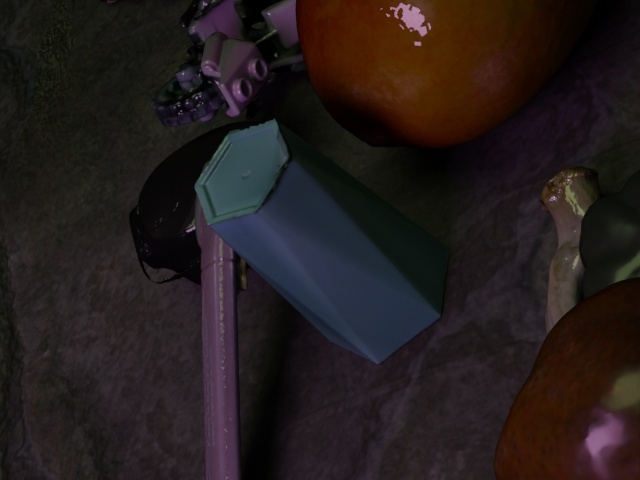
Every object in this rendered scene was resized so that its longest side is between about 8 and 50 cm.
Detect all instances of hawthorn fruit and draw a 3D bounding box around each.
[{"bbox_3d":[0.227,0.150,1.012,0.248,0.208,0.208,-56,32,37],"label":"hawthorn fruit"}]

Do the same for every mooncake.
[{"bbox_3d":[0.287,0.017,1.116,0.175,0.104,0.168,-50,47,6],"label":"mooncake"}]

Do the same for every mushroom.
[{"bbox_3d":[0.211,0.028,1.207,0.054,0.059,0.202,3,65,9],"label":"mushroom"}]

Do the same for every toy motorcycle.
[{"bbox_3d":[-0.056,-0.235,1.563,0.188,0.143,0.327,-12,30,34],"label":"toy motorcycle"}]

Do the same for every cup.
[{"bbox_3d":[0.000,0.000,1.285,0.148,0.236,0.134,18,75,45],"label":"cup"}]

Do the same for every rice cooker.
[{"bbox_3d":[-0.110,-0.035,1.496,0.203,0.118,0.142,-35,43,16],"label":"rice cooker"}]

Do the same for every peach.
[{"bbox_3d":[0.113,-0.242,1.337,0.308,0.308,0.332,31,97,49],"label":"peach"}]

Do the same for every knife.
[{"bbox_3d":[-0.090,0.113,1.332,0.132,0.038,0.398,146,125,-69],"label":"knife"}]

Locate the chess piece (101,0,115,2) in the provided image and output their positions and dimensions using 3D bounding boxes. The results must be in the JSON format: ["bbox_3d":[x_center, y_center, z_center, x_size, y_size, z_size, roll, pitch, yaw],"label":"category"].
[{"bbox_3d":[-0.253,-0.353,1.917,0.172,0.060,0.060,0,61,45],"label":"chess piece"}]
